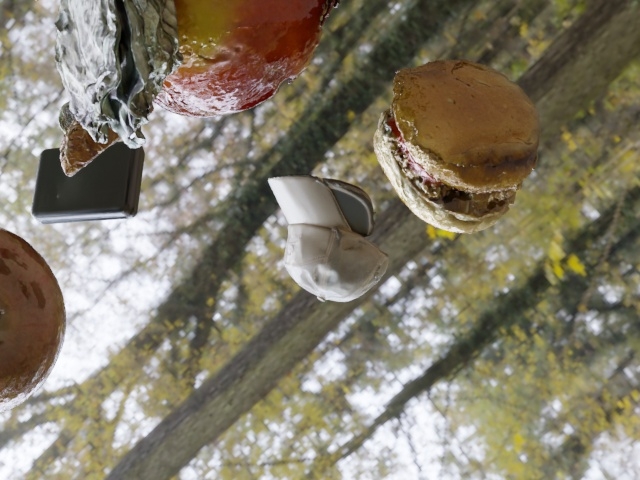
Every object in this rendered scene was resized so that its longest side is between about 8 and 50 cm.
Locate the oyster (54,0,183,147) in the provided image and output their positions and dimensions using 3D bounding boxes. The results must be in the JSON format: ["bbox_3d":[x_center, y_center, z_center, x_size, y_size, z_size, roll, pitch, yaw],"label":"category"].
[{"bbox_3d":[-0.235,-0.246,1.176,0.112,0.267,0.198,-11,-133,-40],"label":"oyster"}]

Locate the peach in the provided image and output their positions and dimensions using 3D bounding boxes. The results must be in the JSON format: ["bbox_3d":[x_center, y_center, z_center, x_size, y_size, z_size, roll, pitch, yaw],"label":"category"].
[{"bbox_3d":[-0.145,-0.386,1.362,0.339,0.416,0.353,31,173,42],"label":"peach"}]

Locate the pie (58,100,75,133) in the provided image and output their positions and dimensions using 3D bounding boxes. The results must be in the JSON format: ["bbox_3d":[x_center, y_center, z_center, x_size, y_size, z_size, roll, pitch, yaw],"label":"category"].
[{"bbox_3d":[-0.553,-0.271,2.239,0.085,0.085,0.017,51,-160,11],"label":"pie"}]

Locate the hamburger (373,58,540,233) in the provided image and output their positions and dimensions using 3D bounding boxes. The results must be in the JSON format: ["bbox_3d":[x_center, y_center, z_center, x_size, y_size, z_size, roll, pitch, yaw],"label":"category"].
[{"bbox_3d":[0.197,-0.141,1.477,0.245,0.163,0.244,8,-128,-11],"label":"hamburger"}]

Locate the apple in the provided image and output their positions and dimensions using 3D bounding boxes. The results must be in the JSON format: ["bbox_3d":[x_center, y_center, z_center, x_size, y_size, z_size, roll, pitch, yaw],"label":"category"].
[{"bbox_3d":[-0.597,0.136,1.711,0.345,0.345,0.269,44,174,-6],"label":"apple"}]

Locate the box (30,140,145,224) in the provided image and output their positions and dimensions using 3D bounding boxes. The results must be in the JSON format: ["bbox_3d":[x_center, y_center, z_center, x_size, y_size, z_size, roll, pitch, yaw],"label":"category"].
[{"bbox_3d":[-0.460,-0.113,1.975,0.050,0.230,0.160,40,-130,-62],"label":"box"}]

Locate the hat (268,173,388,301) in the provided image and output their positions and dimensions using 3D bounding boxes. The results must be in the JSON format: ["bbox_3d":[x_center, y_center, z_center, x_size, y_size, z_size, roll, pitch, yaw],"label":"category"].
[{"bbox_3d":[-0.002,-0.008,1.819,0.161,0.232,0.275,-42,-69,-28],"label":"hat"}]

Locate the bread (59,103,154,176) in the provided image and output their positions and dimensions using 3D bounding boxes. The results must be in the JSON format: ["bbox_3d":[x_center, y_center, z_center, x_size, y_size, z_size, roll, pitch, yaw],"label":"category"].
[{"bbox_3d":[-0.378,-0.194,1.719,0.076,0.105,0.233,53,-132,-10],"label":"bread"}]
